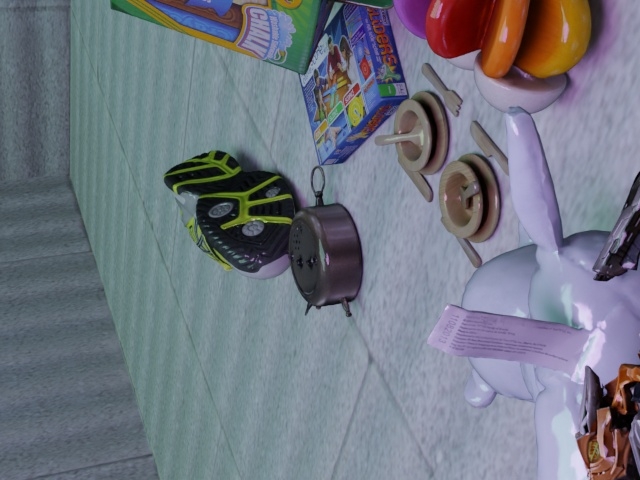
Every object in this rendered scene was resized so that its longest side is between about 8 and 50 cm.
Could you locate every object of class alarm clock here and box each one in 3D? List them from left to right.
[{"bbox_3d":[0.000,0.000,1.246,0.129,0.064,0.192,-178,84,-68],"label":"alarm clock"}]

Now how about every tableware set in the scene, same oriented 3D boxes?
[{"bbox_3d":[0.115,-0.075,0.963,0.194,0.039,0.128,-119,31,-43],"label":"tableware set"}]

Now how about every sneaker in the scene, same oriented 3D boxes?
[{"bbox_3d":[-0.117,-0.022,1.468,0.385,0.145,0.147,45,158,60],"label":"sneaker"}]

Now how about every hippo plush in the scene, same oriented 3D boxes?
[{"bbox_3d":[0.166,0.095,0.609,0.236,0.294,0.234,171,119,-77],"label":"hippo plush"}]

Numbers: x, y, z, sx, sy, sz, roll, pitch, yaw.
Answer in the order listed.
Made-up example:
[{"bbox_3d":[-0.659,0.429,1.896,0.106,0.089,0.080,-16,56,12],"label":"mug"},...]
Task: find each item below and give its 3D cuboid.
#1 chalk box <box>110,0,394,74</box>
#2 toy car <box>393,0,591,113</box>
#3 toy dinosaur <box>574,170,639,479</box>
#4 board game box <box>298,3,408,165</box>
[{"bbox_3d":[-0.053,-0.305,0.990,0.179,0.289,0.180,111,180,-67],"label":"chalk box"},{"bbox_3d":[0.126,-0.193,0.769,0.182,0.136,0.159,-121,32,-45],"label":"toy car"},{"bbox_3d":[0.223,-0.006,0.386,0.218,0.164,0.321,39,129,43],"label":"toy dinosaur"},{"bbox_3d":[0.032,-0.186,1.137,0.201,0.035,0.136,141,119,-65],"label":"board game box"}]
